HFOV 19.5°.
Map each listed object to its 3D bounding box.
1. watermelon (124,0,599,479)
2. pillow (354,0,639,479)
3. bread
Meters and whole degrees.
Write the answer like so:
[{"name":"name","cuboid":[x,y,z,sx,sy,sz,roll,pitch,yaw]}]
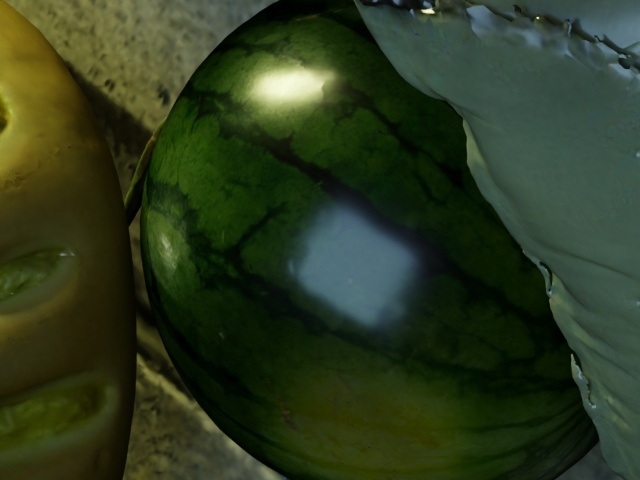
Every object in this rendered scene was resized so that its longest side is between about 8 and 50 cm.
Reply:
[{"name":"watermelon","cuboid":[0.006,0.003,0.707,0.232,0.127,0.204,42,118,21]},{"name":"pillow","cuboid":[0.205,-0.005,0.570,0.312,0.119,0.310,-16,117,26]},{"name":"bread","cuboid":[-0.209,0.046,0.772,0.333,0.160,0.333,4,96,44]}]
